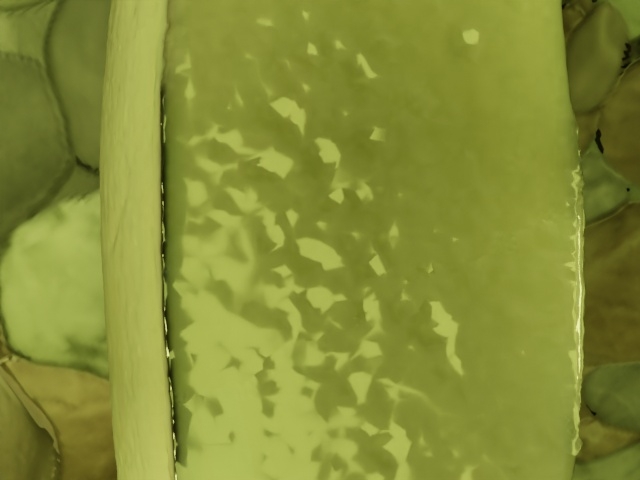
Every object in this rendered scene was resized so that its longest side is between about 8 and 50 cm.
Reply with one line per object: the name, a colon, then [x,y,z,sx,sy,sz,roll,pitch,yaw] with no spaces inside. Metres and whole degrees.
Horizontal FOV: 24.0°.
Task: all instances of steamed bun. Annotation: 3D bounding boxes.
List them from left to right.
steamed bun: [0.000,0.000,0.511,0.146,0.164,0.241,-2,89,-12]
